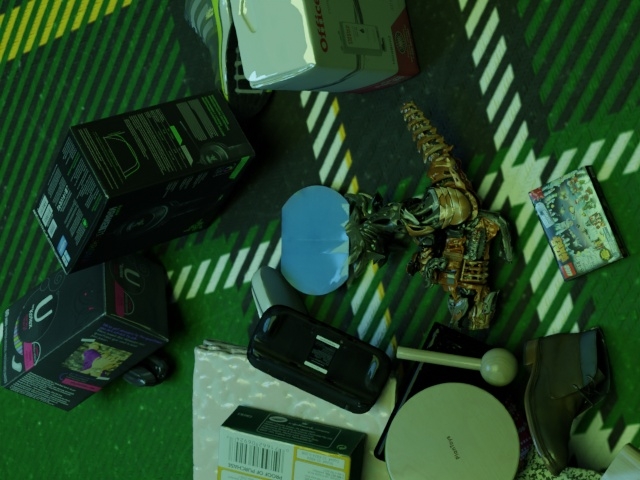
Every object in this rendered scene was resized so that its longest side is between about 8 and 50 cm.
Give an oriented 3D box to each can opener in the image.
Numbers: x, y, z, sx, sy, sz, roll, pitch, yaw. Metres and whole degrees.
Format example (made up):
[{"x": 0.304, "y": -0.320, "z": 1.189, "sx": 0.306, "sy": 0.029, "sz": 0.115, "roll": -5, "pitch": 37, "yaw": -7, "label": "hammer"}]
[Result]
[{"x": -0.326, "y": 0.197, "z": 2.234, "sx": 0.186, "sy": 0.073, "sz": 0.059, "roll": 29, "pitch": 102, "yaw": 42, "label": "can opener"}]

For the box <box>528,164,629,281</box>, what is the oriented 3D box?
[{"x": 0.353, "y": -0.023, "z": 1.785, "sx": 0.094, "sy": 0.027, "sz": 0.137, "roll": -27, "pitch": 79, "yaw": 33, "label": "box"}]

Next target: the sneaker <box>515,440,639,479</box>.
[{"x": 0.425, "y": 0.366, "z": 1.706, "sx": 0.410, "sy": 0.158, "sz": 0.182, "roll": 17, "pitch": 73, "yaw": 17, "label": "sneaker"}]

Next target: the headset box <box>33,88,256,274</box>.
[{"x": -0.267, "y": -0.092, "z": 2.014, "sx": 0.131, "sy": 0.283, "sz": 0.246, "roll": 60, "pitch": 144, "yaw": 15, "label": "headset box"}]

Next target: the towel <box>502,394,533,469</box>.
[{"x": 0.274, "y": 0.380, "z": 1.869, "sx": 0.199, "sy": 0.031, "sz": 0.275, "roll": -42, "pitch": 71, "yaw": 28, "label": "towel"}]

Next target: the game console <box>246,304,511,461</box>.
[{"x": 0.077, "y": 0.189, "z": 1.843, "sx": 0.361, "sy": 0.044, "sz": 0.213, "roll": 25, "pitch": 100, "yaw": 0, "label": "game console"}]

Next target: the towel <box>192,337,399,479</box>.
[{"x": -0.038, "y": 0.317, "z": 1.981, "sx": 0.331, "sy": 0.053, "sz": 0.317, "roll": 8, "pitch": 110, "yaw": 18, "label": "towel"}]

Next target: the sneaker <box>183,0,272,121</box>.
[{"x": -0.150, "y": -0.335, "z": 2.059, "sx": 0.121, "sy": 0.111, "sz": 0.300, "roll": -8, "pitch": 88, "yaw": 50, "label": "sneaker"}]

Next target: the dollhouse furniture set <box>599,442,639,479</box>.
[{"x": 0.539, "y": 0.171, "z": 1.543, "sx": 0.362, "sy": 0.256, "sz": 0.394, "roll": 39, "pitch": 114, "yaw": 24, "label": "dollhouse furniture set"}]

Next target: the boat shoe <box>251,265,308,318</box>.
[{"x": -0.052, "y": 0.172, "z": 2.033, "sx": 0.088, "sy": 0.096, "sz": 0.268, "roll": -31, "pitch": 85, "yaw": 27, "label": "boat shoe"}]

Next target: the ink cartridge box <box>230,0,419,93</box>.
[{"x": 0.006, "y": -0.320, "z": 1.835, "sx": 0.117, "sy": 0.283, "sz": 0.207, "roll": -13, "pitch": 87, "yaw": 33, "label": "ink cartridge box"}]

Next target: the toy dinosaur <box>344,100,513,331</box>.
[{"x": 0.161, "y": -0.027, "z": 1.870, "sx": 0.218, "sy": 0.164, "sz": 0.322, "roll": -12, "pitch": 69, "yaw": 19, "label": "toy dinosaur"}]

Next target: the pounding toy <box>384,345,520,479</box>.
[{"x": 0.189, "y": 0.270, "z": 1.788, "sx": 0.182, "sy": 0.110, "sz": 0.237, "roll": -1, "pitch": 70, "yaw": 16, "label": "pounding toy"}]

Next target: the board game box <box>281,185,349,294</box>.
[{"x": 0.000, "y": 0.000, "z": 2.018, "sx": 0.133, "sy": 0.033, "sz": 0.169, "roll": 0, "pitch": 89, "yaw": 38, "label": "board game box"}]

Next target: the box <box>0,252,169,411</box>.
[{"x": -0.397, "y": 0.144, "z": 2.184, "sx": 0.270, "sy": 0.143, "sz": 0.165, "roll": -35, "pitch": 46, "yaw": 28, "label": "box"}]

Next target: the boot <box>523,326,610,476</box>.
[{"x": 0.334, "y": 0.206, "z": 1.738, "sx": 0.106, "sy": 0.082, "sz": 0.219, "roll": -22, "pitch": 43, "yaw": 24, "label": "boot"}]

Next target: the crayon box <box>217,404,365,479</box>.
[{"x": -0.053, "y": 0.423, "z": 1.949, "sx": 0.203, "sy": 0.083, "sz": 0.323, "roll": 11, "pitch": 111, "yaw": 16, "label": "crayon box"}]
